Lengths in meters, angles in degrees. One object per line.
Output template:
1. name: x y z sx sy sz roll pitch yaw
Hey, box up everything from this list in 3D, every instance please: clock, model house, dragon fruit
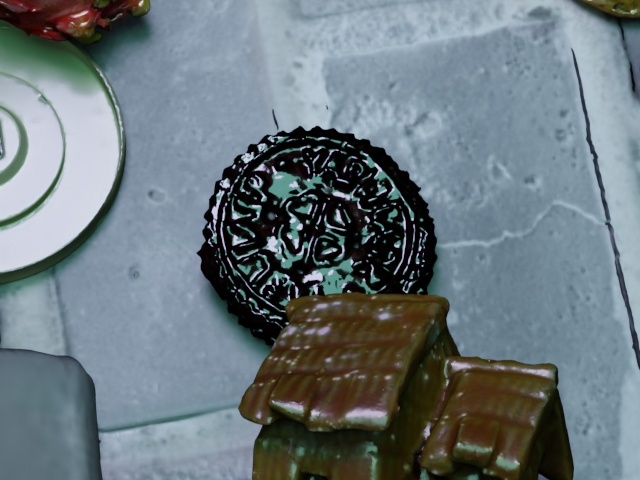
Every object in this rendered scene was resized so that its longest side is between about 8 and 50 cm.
1. clock: -0.275 -0.077 1.558 0.235 0.029 0.235 1 71 -3
2. model house: 0.067 0.149 1.399 0.199 0.219 0.229 -4 81 27
3. dragon fruit: -0.232 -0.239 1.549 0.150 0.207 0.133 -48 44 11

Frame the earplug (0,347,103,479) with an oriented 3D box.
1. earplug: -0.287 0.293 1.285 0.312 0.312 0.394 -7 72 -5

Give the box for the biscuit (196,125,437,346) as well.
1. biscuit: 0.000 0.000 1.534 0.194 0.053 0.195 1 71 -3

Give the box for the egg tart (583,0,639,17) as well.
1. egg tart: 0.273 -0.277 1.633 0.191 0.074 0.191 0 74 -1
